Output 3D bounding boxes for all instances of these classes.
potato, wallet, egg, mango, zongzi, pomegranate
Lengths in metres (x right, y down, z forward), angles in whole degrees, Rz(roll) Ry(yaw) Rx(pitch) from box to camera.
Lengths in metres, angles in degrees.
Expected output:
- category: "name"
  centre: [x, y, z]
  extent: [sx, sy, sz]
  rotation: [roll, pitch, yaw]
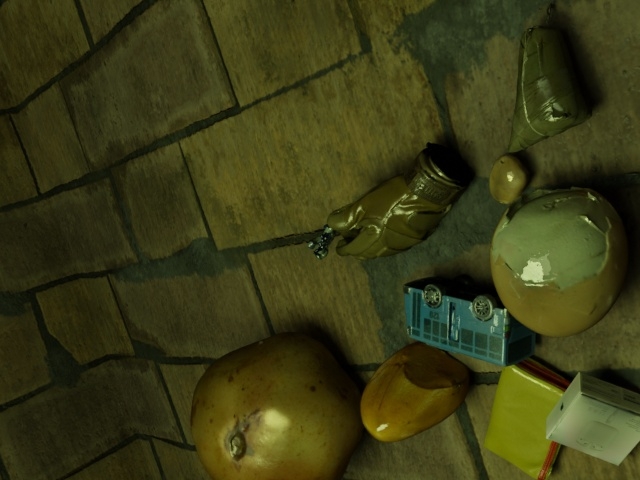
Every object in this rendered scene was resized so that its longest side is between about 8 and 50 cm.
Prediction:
- category: "potato"
  centre: [0.313, -0.101, 1.191]
  extent: [0.083, 0.062, 0.068]
  rotation: [-65, 28, 29]
- category: "wallet"
  centre: [0.390, 0.327, 1.321]
  extent: [0.141, 0.067, 0.241]
  rotation: [28, 132, 31]
- category: "egg"
  centre: [0.365, 0.040, 1.098]
  extent: [0.201, 0.201, 0.245]
  rotation: [22, 136, 40]
- category: "mango"
  centre: [0.168, 0.309, 1.399]
  extent: [0.187, 0.257, 0.138]
  rotation: [16, 120, 43]
- category: "zongzi"
  centre: [0.320, -0.244, 1.116]
  extent: [0.178, 0.081, 0.189]
  rotation: [-27, 80, 65]
- category: "pomegranate"
  centre: [-0.096, 0.408, 1.671]
  extent: [0.416, 0.416, 0.417]
  rotation: [24, 125, 39]

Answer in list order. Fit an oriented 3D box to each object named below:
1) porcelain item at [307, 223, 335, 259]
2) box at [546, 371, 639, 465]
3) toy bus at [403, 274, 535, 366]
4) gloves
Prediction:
- category: "porcelain item"
  centre: [0.000, 0.000, 1.578]
  extent: [0.021, 0.075, 0.136]
  rotation: [46, 137, 24]
- category: "box"
  centre: [0.462, 0.298, 1.183]
  extent: [0.130, 0.051, 0.129]
  rotation: [21, 128, 4]
- category: "toy bus"
  centre: [0.268, 0.142, 1.306]
  extent: [0.234, 0.116, 0.134]
  rotation: [11, 107, 46]
- category: "gloves"
  centre: [0.139, -0.047, 1.346]
  extent: [0.331, 0.154, 0.141]
  rotation: [-41, 75, 42]
